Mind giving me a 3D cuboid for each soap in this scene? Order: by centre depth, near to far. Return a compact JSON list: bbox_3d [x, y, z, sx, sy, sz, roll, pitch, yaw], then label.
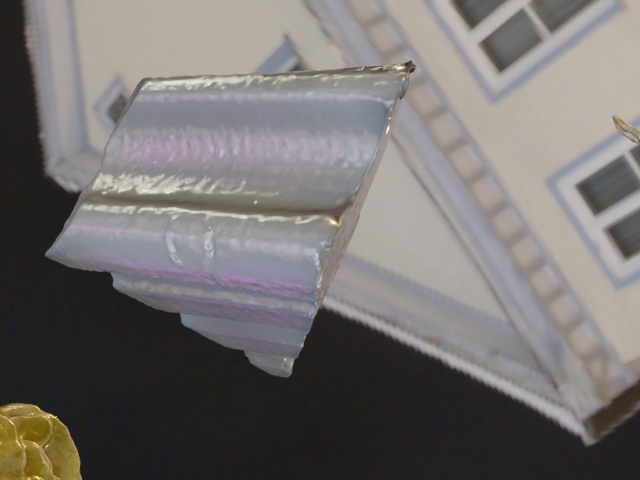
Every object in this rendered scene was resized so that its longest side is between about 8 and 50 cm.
[{"bbox_3d":[0.000,0.000,1.008,0.258,0.302,0.159,37,-110,-41],"label":"soap"}]

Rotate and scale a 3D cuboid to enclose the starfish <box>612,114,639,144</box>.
[{"bbox_3d":[0.384,-0.034,1.281,0.295,0.048,0.231,29,-166,5],"label":"starfish"}]

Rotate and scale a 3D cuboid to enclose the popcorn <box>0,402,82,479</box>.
[{"bbox_3d":[-0.283,0.191,0.976,0.249,0.249,0.225,18,-155,-26],"label":"popcorn"}]
